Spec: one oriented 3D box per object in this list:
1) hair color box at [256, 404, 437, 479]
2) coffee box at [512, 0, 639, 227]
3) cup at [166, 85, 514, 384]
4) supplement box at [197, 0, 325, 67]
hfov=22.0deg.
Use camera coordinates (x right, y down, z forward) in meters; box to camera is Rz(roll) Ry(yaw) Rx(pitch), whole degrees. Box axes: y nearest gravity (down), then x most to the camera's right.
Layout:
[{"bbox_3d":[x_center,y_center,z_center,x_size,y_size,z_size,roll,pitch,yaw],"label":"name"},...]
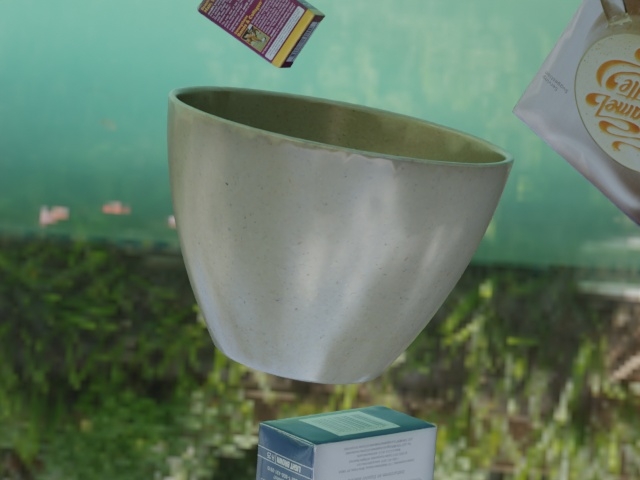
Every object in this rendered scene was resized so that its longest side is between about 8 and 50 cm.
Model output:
[{"bbox_3d":[0.018,0.363,1.771,0.174,0.347,0.105,-3,-170,-38],"label":"hair color box"},{"bbox_3d":[0.262,-0.063,1.034,0.098,0.246,0.141,-27,156,-45],"label":"coffee box"},{"bbox_3d":[0.000,0.000,1.582,0.331,0.237,0.331,10,-168,-2],"label":"cup"},{"bbox_3d":[-0.047,-0.183,1.323,0.083,0.055,0.043,37,-167,6],"label":"supplement box"}]
